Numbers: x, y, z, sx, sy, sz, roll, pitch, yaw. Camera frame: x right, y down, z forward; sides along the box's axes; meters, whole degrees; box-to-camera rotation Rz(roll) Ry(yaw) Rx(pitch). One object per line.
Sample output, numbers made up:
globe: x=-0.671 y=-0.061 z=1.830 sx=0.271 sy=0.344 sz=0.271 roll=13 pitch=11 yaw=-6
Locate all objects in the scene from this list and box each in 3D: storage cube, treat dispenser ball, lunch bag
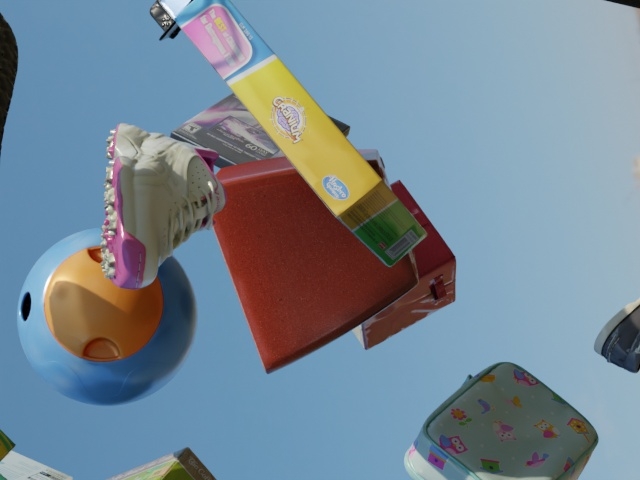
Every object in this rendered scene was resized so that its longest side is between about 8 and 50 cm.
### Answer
storage cube: x=0.110 y=0.046 z=2.407 sx=0.215 sy=0.193 sz=0.184 roll=57 pitch=169 yaw=26
treat dispenser ball: x=-0.341 y=0.122 z=2.196 sx=0.288 sy=0.288 sz=0.288 roll=-16 pitch=-90 yaw=-72
lunch bag: x=0.269 y=0.308 z=2.033 sx=0.279 sy=0.224 sz=0.108 roll=-29 pitch=-32 yaw=-47

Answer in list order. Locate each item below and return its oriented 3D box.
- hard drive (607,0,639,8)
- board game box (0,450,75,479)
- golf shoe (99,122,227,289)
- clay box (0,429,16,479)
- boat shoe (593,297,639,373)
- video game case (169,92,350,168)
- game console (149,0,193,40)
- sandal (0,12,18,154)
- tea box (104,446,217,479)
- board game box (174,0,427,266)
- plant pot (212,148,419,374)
hard drive: x=0.275 y=-0.244 z=1.268 sx=0.135 sy=0.094 sz=0.022 roll=-94 pitch=18 yaw=-66
board game box: x=-0.508 y=0.395 z=1.848 sx=0.303 sy=0.224 sz=0.098 roll=-19 pitch=-74 yaw=-36
golf shoe: x=-0.167 y=-0.042 z=1.472 sx=0.306 sy=0.140 sz=0.115 roll=-100 pitch=18 yaw=-61
clay box: x=-0.431 y=0.208 z=1.478 sx=0.222 sy=0.127 sz=0.053 roll=46 pitch=-150 yaw=-5
boat shoe: x=0.421 y=0.085 z=1.638 sx=0.065 sy=0.206 sz=0.075 roll=41 pitch=160 yaw=34
video game case: x=-0.093 y=-0.173 z=2.215 sx=0.274 sy=0.196 sz=0.026 roll=-43 pitch=-24 yaw=-53
game console: x=-0.223 y=-0.381 z=2.141 sx=0.107 sy=0.122 sz=0.071 roll=51 pitch=-164 yaw=27
sandal: x=-0.369 y=-0.069 z=1.207 sx=0.167 sy=0.107 sz=0.446 roll=44 pitch=-151 yaw=-28
tea box: x=-0.327 y=0.558 z=2.287 sx=0.220 sy=0.329 sz=0.323 roll=51 pitch=-132 yaw=-9
board game box: x=-0.019 y=-0.128 z=1.583 sx=0.316 sy=0.064 sz=0.242 roll=51 pitch=-176 yaw=20
plant pot: x=0.000 y=0.000 z=1.911 sx=0.267 sy=0.235 sz=0.267 roll=-78 pitch=-31 yaw=-81
